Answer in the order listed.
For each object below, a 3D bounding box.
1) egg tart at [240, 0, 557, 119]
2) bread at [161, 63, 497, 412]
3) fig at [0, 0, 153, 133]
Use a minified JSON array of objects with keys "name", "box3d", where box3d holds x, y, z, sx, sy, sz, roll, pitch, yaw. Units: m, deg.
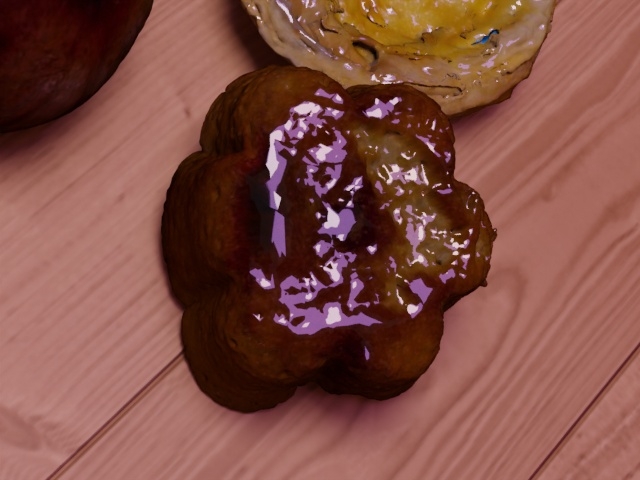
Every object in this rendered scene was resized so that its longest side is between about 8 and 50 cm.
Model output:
[{"name":"egg tart","box3d":[0.058,-0.219,1.116,0.290,0.107,0.291,6,72,-19]},{"name":"bread","box3d":[0.011,-0.007,0.982,0.232,0.135,0.247,-3,85,-16]},{"name":"fig","box3d":[-0.222,-0.193,0.938,0.235,0.235,0.214,-28,44,-28]}]
